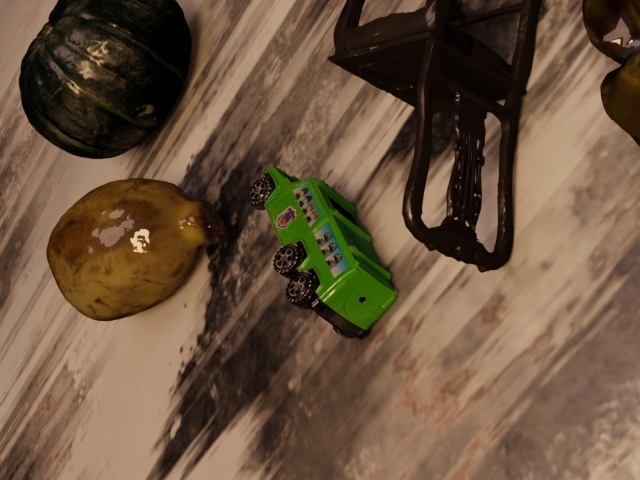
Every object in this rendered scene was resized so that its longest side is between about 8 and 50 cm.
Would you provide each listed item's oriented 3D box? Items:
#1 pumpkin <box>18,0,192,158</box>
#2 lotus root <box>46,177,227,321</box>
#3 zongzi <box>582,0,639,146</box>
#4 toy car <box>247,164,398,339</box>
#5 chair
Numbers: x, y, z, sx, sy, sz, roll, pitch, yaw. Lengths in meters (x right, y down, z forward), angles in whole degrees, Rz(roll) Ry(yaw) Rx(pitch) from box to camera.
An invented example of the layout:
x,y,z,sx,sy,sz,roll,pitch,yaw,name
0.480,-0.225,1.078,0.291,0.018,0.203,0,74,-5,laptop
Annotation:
x,y,z,sx,sy,sz,roll,pitch,yaw,name
-0.246,-0.202,1.046,0.220,0.162,0.220,-32,41,33,pumpkin
-0.186,0.002,0.909,0.214,0.138,0.138,-24,55,32,lotus root
0.304,-0.048,0.243,0.403,0.208,0.432,-45,55,39,zongzi
0.000,0.000,0.705,0.062,0.071,0.165,-40,43,14,toy car
0.074,-0.096,0.619,0.113,0.106,0.229,-3,71,52,chair
